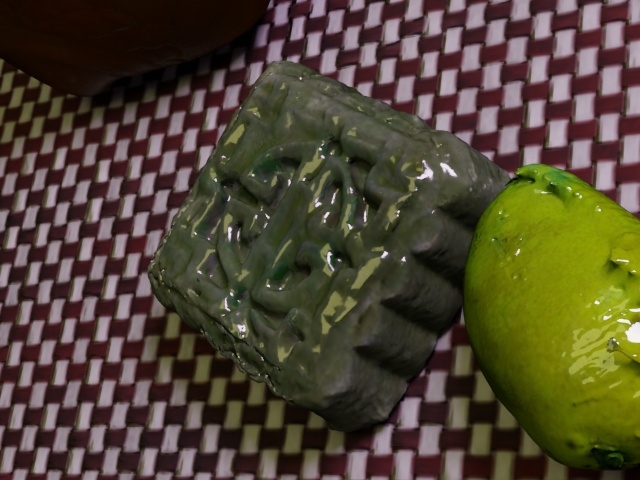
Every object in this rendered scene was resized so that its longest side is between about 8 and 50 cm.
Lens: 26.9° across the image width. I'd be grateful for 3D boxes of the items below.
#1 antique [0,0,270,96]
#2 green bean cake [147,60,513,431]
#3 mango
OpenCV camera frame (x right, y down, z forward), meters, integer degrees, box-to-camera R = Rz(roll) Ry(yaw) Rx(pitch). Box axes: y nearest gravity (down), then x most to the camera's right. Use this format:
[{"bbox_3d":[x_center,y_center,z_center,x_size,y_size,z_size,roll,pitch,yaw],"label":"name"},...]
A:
[{"bbox_3d":[-0.140,-0.206,0.918,0.278,0.224,0.129,-41,39,55],"label":"antique"},{"bbox_3d":[0.000,0.000,0.810,0.183,0.094,0.185,32,92,38],"label":"green bean cake"},{"bbox_3d":[0.135,0.037,0.693,0.119,0.100,0.178,-40,45,23],"label":"mango"}]
